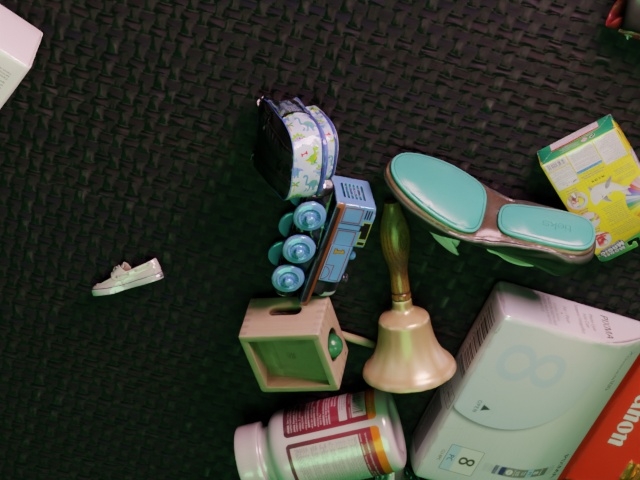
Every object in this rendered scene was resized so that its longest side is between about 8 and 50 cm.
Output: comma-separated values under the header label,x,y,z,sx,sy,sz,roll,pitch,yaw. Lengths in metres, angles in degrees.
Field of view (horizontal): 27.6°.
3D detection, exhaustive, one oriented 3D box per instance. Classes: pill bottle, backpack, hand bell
label,x,y,z,sx,sy,sz,roll,pitch,yaw
pill bottle,0.000,0.283,1.810,0.221,0.121,0.121,-14,123,10
backpack,-0.026,-0.107,1.549,0.084,0.114,0.105,-6,125,-20
hand bell,0.105,0.062,1.688,0.126,0.126,0.242,-5,112,3

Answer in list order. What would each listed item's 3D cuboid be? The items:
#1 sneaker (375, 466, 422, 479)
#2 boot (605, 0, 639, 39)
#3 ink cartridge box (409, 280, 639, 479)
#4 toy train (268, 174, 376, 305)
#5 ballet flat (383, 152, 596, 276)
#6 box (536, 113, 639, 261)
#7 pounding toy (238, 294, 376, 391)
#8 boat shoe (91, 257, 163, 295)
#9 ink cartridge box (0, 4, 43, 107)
label,x,y,z,sx,sy,sz,roll,pitch,yaw
sneaker,0.121,0.357,1.908,0.076,0.065,0.166,-11,128,-13
boot,0.425,-0.217,1.510,0.176,0.088,0.244,1,136,20
ink cartridge box,0.357,0.243,1.806,0.385,0.091,0.308,17,122,-10
toy train,0.000,0.000,1.646,0.105,0.080,0.184,10,123,-14
ballet flat,0.201,-0.018,1.618,0.280,0.095,0.096,22,146,0
box,0.358,-0.060,1.629,0.105,0.043,0.179,-27,118,16
pounding toy,-0.014,0.133,1.731,0.141,0.100,0.130,-4,132,18
boat shoe,-0.256,0.046,1.704,0.100,0.035,0.035,-16,96,14
ink cartridge box,-0.461,-0.183,1.502,0.172,0.100,0.237,34,117,-21
